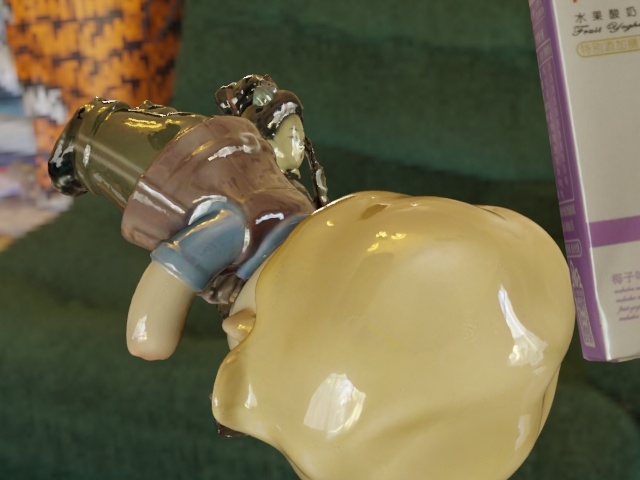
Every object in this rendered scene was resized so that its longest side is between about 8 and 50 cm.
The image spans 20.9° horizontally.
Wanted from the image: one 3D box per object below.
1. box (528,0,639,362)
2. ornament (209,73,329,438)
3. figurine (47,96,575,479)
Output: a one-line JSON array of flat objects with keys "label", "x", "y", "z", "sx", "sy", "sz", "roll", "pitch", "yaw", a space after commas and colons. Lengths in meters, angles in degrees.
[{"label": "box", "x": 0.076, "y": -0.032, "z": 0.395, "sx": 0.050, "sy": 0.117, "sz": 0.036, "roll": -10, "pitch": -1, "yaw": -2}, {"label": "ornament", "x": 0.000, "y": 0.000, "z": 0.979, "sx": 0.153, "sy": 0.196, "sz": 0.166, "roll": -10, "pitch": 2, "yaw": -6}, {"label": "figurine", "x": -0.010, "y": 0.015, "z": 0.584, "sx": 0.196, "sy": 0.108, "sz": 0.114, "roll": 28, "pitch": 9, "yaw": 26}]
